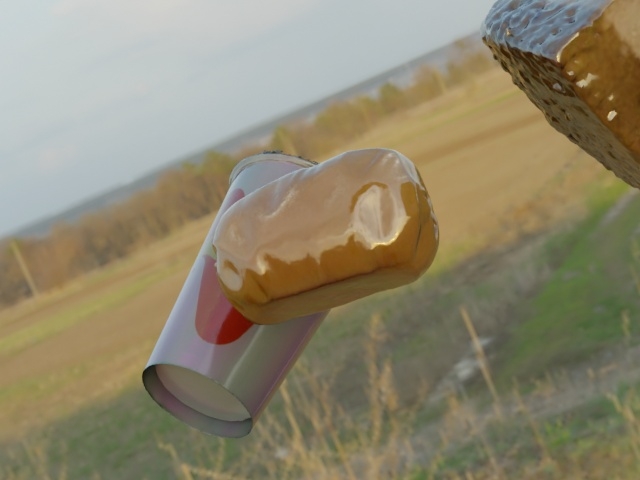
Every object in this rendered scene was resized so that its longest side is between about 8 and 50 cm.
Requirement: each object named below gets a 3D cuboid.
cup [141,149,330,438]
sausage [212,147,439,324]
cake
[{"bbox_3d":[-0.075,0.066,1.486,0.203,0.203,0.288,-18,36,48],"label":"cup"},{"bbox_3d":[0.000,0.000,1.288,0.241,0.136,0.120,-23,-21,22],"label":"sausage"},{"bbox_3d":[0.295,-0.193,1.032,0.293,0.196,0.198,-47,17,5],"label":"cake"}]
